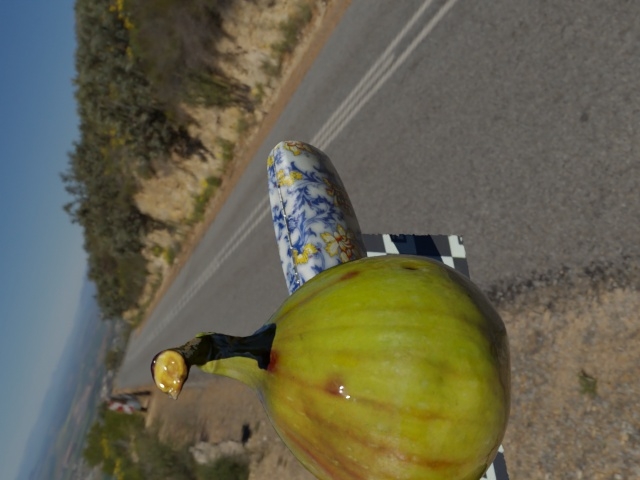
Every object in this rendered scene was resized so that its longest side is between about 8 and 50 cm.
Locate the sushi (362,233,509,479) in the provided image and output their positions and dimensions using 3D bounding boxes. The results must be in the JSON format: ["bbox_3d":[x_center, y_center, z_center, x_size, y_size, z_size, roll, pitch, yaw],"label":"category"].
[{"bbox_3d":[0.083,0.169,1.005,0.343,0.064,0.359,3,108,57],"label":"sushi"}]

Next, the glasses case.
[{"bbox_3d":[0.000,0.000,0.781,0.065,0.087,0.248,-46,45,39],"label":"glasses case"}]

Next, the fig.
[{"bbox_3d":[0.016,0.084,0.433,0.148,0.186,0.142,-83,-6,-60],"label":"fig"}]
